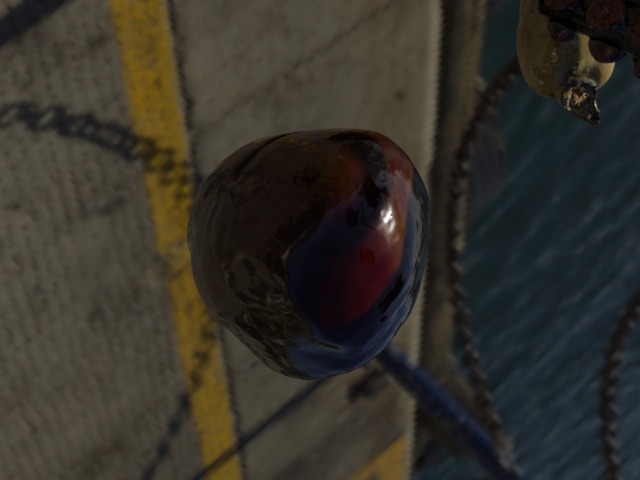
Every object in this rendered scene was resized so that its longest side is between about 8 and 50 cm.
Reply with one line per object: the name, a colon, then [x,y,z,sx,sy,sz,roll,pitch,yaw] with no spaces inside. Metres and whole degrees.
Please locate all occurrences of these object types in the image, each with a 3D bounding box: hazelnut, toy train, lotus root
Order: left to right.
hazelnut: [0.000,0.000,1.414,0.229,0.229,0.229,-35,155,-19]
lotus root: [0.323,-0.253,2.197,0.125,0.221,0.118,-16,157,34]
toy train: [0.229,-0.177,1.259,0.087,0.138,0.050,-54,155,-17]
